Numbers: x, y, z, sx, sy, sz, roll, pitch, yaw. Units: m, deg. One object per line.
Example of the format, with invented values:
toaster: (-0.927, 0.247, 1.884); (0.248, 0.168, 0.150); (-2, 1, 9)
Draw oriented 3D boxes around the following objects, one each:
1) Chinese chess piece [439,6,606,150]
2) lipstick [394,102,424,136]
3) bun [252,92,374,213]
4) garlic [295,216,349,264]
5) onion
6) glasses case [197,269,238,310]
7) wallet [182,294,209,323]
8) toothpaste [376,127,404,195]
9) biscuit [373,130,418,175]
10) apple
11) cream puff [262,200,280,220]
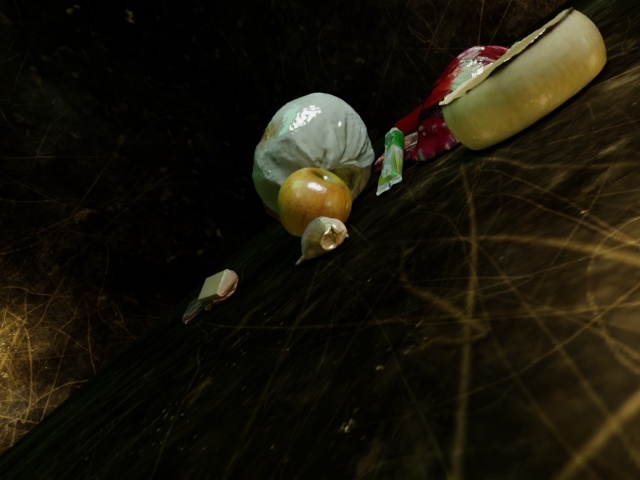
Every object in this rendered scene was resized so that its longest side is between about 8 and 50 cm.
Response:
Chinese chess piece: (0.324, -0.259, 0.768); (0.257, 0.104, 0.257); (-37, 8, 6)
lipstick: (0.405, -0.508, 1.929); (0.080, 0.080, 0.241); (-43, 9, -31)
bun: (-0.008, -0.200, 1.245); (0.362, 0.362, 0.211); (-38, 43, 0)
garlic: (-0.004, -0.007, 0.937); (0.084, 0.066, 0.152); (-45, 12, -30)
onion: (0.300, -0.308, 1.034); (0.280, 0.146, 0.314); (-43, 13, -8)
glasses case: (-0.301, 0.159, 1.394); (0.193, 0.070, 0.102); (-23, 45, 56)
wallet: (-0.411, 0.213, 1.606); (0.124, 0.042, 0.230); (-42, 7, -3)
toothpaste: (0.179, -0.208, 1.170); (0.078, 0.047, 0.248); (-31, 31, 35)
biscuit: (0.241, -0.256, 1.289); (0.151, 0.063, 0.235); (-19, 16, 43)
apple: (-0.015, -0.080, 1.068); (0.182, 0.182, 0.155); (-56, -10, -66)
cream puff: (-0.080, -0.183, 1.795); (0.303, 0.212, 0.303); (-39, -1, -1)
